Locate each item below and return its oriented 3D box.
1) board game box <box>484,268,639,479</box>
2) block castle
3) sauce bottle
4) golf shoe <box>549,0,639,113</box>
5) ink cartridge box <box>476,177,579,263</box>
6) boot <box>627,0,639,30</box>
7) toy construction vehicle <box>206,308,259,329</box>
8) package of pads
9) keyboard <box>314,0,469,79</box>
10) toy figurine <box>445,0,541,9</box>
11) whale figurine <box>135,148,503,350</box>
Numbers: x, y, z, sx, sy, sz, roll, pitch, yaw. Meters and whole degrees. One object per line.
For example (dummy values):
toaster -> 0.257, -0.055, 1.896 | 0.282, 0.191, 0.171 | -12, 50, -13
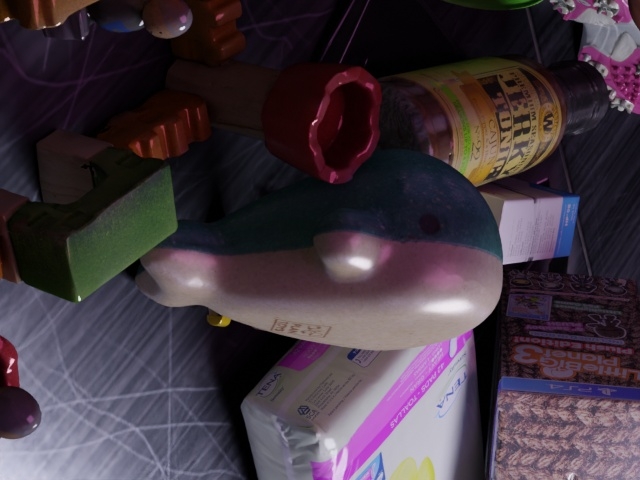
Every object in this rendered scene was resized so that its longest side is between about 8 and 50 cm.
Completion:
board game box -> 0.233, 0.190, 1.754 | 0.291, 0.141, 0.232 | -75, 168, -68
block castle -> -0.137, -0.098, 1.128 | 0.453, 0.213, 0.303 | -38, 133, -41
sauce bottle -> 0.141, -0.106, 1.573 | 0.344, 0.111, 0.111 | -20, 121, -52
golf shoe -> 0.313, -0.238, 1.821 | 0.140, 0.115, 0.306 | -64, 147, -20
ink cartridge box -> 0.141, -0.021, 1.614 | 0.180, 0.104, 0.060 | -5, 108, -56
boot -> 0.310, -0.334, 1.690 | 0.280, 0.096, 0.264 | 55, 52, -28
toy construction vehicle -> -0.056, 0.022, 1.470 | 0.086, 0.035, 0.098 | 7, 94, -61
package of pads -> 0.048, 0.178, 1.618 | 0.229, 0.101, 0.296 | -46, 144, -34
keyboard -> 0.074, -0.090, 1.609 | 0.317, 0.033, 0.201 | 42, 68, -53
toy figurine -> 0.128, -0.302, 1.548 | 0.173, 0.130, 0.159 | 20, 73, -33
whale figurine -> 0.000, 0.000, 1.359 | 0.216, 0.272, 0.141 | 114, -22, -74
